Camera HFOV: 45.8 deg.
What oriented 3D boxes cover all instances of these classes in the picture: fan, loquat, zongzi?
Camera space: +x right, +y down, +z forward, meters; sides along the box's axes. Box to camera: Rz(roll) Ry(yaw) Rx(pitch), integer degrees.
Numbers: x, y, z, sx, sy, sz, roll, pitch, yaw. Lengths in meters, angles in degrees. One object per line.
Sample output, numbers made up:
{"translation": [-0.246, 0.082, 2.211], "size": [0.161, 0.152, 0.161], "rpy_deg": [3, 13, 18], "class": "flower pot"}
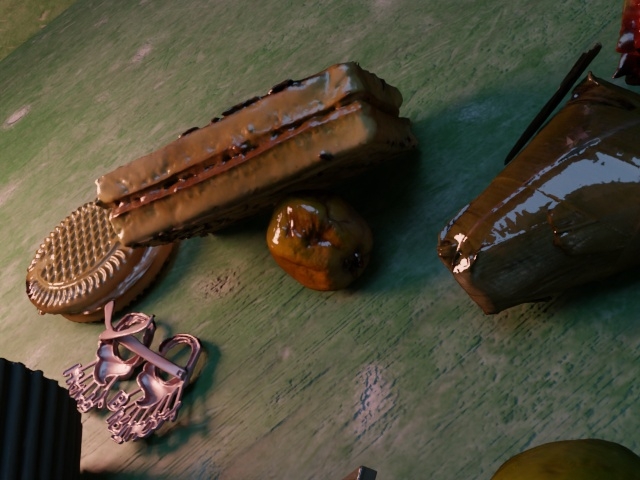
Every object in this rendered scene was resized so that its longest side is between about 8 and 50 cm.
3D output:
{"translation": [0.270, -0.177, 0.809], "size": [0.010, 0.310, 0.182], "rpy_deg": [39, 76, 11], "class": "fan"}
{"translation": [0.000, 0.000, 0.932], "size": [0.137, 0.137, 0.113], "rpy_deg": [6, 29, 40], "class": "loquat"}
{"translation": [0.289, -0.003, 0.707], "size": [0.274, 0.145, 0.300], "rpy_deg": [-44, 41, -5], "class": "zongzi"}

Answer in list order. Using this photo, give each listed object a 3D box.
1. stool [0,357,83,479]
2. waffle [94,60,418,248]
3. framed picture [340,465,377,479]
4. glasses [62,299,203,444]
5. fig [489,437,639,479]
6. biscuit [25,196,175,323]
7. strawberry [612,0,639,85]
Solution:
{"translation": [-0.395, 0.333, 0.778], "size": [0.297, 0.297, 0.330], "rpy_deg": [-30, 43, 9], "class": "stool"}
{"translation": [-0.074, -0.105, 1.002], "size": [0.376, 0.114, 0.261], "rpy_deg": [-21, -1, 20], "class": "waffle"}
{"translation": [-0.022, 0.326, 0.613], "size": [0.023, 0.189, 0.260], "rpy_deg": [22, 56, -4], "class": "framed picture"}
{"translation": [-0.261, 0.167, 0.989], "size": [0.255, 0.095, 0.162], "rpy_deg": [12, 68, 45], "class": "glasses"}
{"translation": [0.172, 0.242, 0.517], "size": [0.207, 0.207, 0.230], "rpy_deg": [-30, 17, 8], "class": "fig"}
{"translation": [-0.349, 0.022, 1.201], "size": [0.259, 0.079, 0.259], "rpy_deg": [-20, 43, 20], "class": "biscuit"}
{"translation": [0.467, -0.268, 0.728], "size": [0.343, 0.292, 0.292], "rpy_deg": [-1, 51, 28], "class": "strawberry"}
